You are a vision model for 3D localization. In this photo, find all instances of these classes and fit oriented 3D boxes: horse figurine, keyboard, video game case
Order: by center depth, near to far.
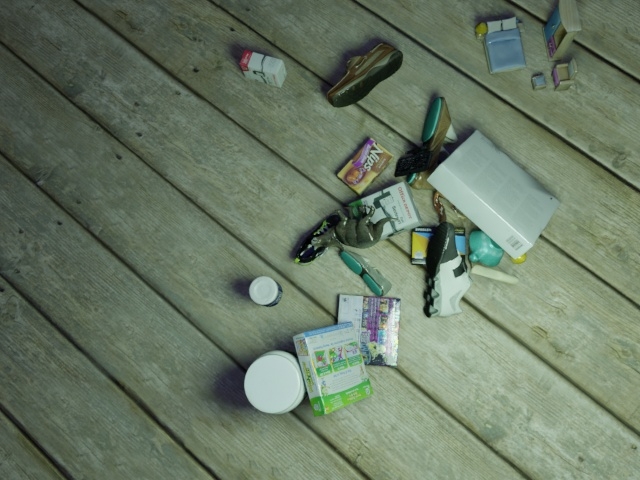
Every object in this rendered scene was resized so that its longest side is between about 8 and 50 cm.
[{"bbox_3d":[0.160,0.303,1.822,0.211,0.042,0.231,3,79,7],"label":"video game case"},{"bbox_3d":[0.311,-0.277,1.856,0.038,0.192,0.100,22,78,-25],"label":"keyboard"},{"bbox_3d":[0.480,-0.185,1.877,0.174,0.066,0.263,44,83,5],"label":"horse figurine"}]

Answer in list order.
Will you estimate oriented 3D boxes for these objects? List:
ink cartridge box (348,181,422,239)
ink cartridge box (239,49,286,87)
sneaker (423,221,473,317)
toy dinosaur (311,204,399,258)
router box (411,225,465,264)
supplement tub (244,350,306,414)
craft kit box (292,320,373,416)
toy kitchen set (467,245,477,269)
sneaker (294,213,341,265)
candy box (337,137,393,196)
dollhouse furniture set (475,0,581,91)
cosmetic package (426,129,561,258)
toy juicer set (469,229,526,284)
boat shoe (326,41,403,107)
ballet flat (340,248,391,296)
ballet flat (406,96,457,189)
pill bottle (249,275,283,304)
[{"bbox_3d":[0.223,-0.091,1.848,0.209,0.087,0.152,-23,76,16],"label":"ink cartridge box"},{"bbox_3d":[-0.212,-0.640,2.014,0.151,0.109,0.063,19,80,9],"label":"ink cartridge box"},{"bbox_3d":[0.429,0.095,1.771,0.147,0.122,0.330,0,110,-8],"label":"sneaker"},{"bbox_3d":[0.126,-0.034,1.785,0.314,0.121,0.160,-4,98,25],"label":"toy dinosaur"},{"bbox_3d":[0.404,0.021,1.852,0.179,0.046,0.133,1,80,6],"label":"router box"},{"bbox_3d":[-0.129,0.444,1.706,0.191,0.272,0.191,-1,78,6],"label":"supplement tub"},{"bbox_3d":[0.044,0.391,1.680,0.061,0.250,0.246,-29,72,36],"label":"craft kit box"},{"bbox_3d":[0.542,0.051,1.821,0.075,0.068,0.083,-5,79,5],"label":"toy kitchen set"},{"bbox_3d":[0.000,0.000,1.871,0.084,0.097,0.234,40,85,11],"label":"sneaker"},{"bbox_3d":[0.162,-0.262,1.931,0.109,0.053,0.186,42,87,12],"label":"candy box"},{"bbox_3d":[0.717,-0.677,1.883,0.304,0.198,0.286,-7,78,5],"label":"dollhouse furniture set"},{"bbox_3d":[0.570,-0.159,1.760,0.377,0.097,0.284,44,53,7],"label":"cosmetic package"},{"bbox_3d":[0.572,0.041,1.765,0.209,0.089,0.328,33,50,-13],"label":"toy juicer set"},{"bbox_3d":[0.149,-0.611,1.977,0.324,0.122,0.120,-36,72,-10],"label":"boat shoe"},{"bbox_3d":[0.159,0.102,1.860,0.068,0.072,0.213,-36,77,-30],"label":"ballet flat"},{"bbox_3d":[0.411,-0.330,1.899,0.124,0.116,0.342,20,81,-11],"label":"ballet flat"},{"bbox_3d":[-0.177,0.175,1.817,0.094,0.169,0.094,-1,79,6],"label":"pill bottle"}]
